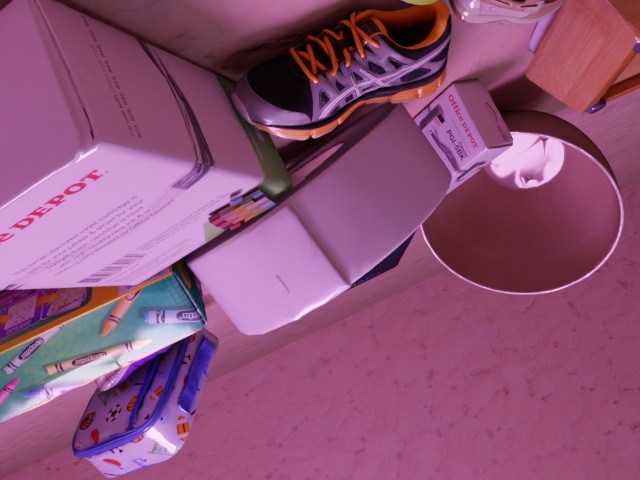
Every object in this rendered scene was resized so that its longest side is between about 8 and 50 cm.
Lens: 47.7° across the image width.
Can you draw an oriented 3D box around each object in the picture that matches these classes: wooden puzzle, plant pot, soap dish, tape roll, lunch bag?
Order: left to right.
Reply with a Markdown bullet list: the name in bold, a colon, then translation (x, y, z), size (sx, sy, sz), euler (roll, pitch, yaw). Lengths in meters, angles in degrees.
- **lunch bag**: translation (-0.312, 0.273, 1.338), size (0.243, 0.115, 0.303), euler (-28, -149, 28)
- **wooden puzzle**: translation (-0.064, -0.024, 0.606), size (0.049, 0.006, 0.083), euler (-28, 170, 6)
- **tape roll**: translation (-0.004, -0.027, 0.770), size (0.286, 0.100, 0.286), euler (-35, -169, 8)
- **plant pot**: translation (0.305, -0.086, 1.102), size (0.284, 0.284, 0.191), euler (-34, -160, 37)
- **soap dish**: translation (0.387, -0.260, 0.777), size (0.290, 0.118, 0.229), euler (-23, 168, -3)

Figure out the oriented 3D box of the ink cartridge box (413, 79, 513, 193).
- **ink cartridge box**: translation (0.168, -0.129, 0.940), size (0.056, 0.099, 0.135), euler (-14, 163, -38)

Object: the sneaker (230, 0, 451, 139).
- **sneaker**: translation (0.022, -0.155, 0.622), size (0.214, 0.084, 0.083), euler (-24, 155, -22)

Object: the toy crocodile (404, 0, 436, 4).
- **toy crocodile**: translation (0.127, -0.232, 0.463), size (0.340, 0.105, 0.115), euler (-14, 164, -26)

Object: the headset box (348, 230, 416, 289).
- **headset box**: translation (0.000, 0.000, 1.076), size (0.246, 0.131, 0.283), euler (-24, 167, -8)

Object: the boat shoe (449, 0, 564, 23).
- **boat shoe**: translation (0.183, -0.230, 0.664), size (0.135, 0.050, 0.045), euler (-19, 172, -27)

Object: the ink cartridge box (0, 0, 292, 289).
- **ink cartridge box**: translation (-0.174, -0.052, 0.555), size (0.198, 0.115, 0.273), euler (-29, 168, 18)

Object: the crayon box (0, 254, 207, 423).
- **crayon box**: translation (-0.270, 0.078, 0.785), size (0.278, 0.081, 0.165), euler (-25, -148, 0)

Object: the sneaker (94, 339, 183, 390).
- **sneaker**: translation (-0.308, 0.174, 1.268), size (0.146, 0.102, 0.293), euler (-15, 164, -42)
